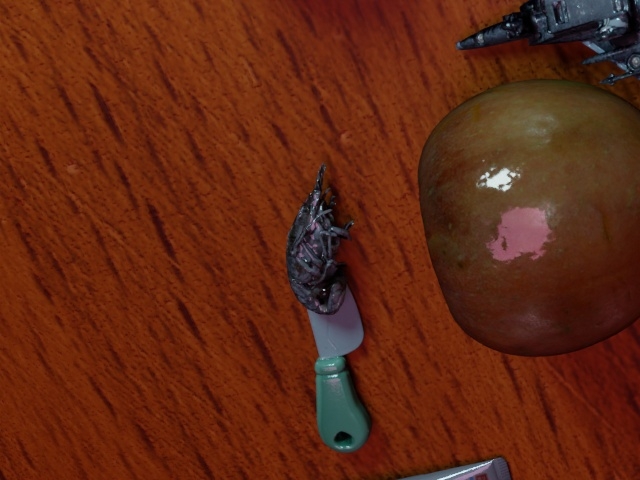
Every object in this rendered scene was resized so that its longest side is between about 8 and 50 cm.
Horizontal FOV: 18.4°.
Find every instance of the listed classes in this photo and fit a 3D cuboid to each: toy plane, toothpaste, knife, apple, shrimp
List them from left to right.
[{"bbox_3d":[0.000,0.000,1.945,0.065,0.056,0.165,14,123,10],"label":"shrimp"},{"bbox_3d":[0.014,0.104,2.024,0.063,0.034,0.260,-2,117,14],"label":"knife"},{"bbox_3d":[0.092,0.286,2.103,0.234,0.057,0.089,-10,120,14],"label":"toothpaste"},{"bbox_3d":[0.207,-0.021,1.773,0.254,0.253,0.253,7,122,11],"label":"apple"},{"bbox_3d":[0.222,-0.204,1.746,0.246,0.078,0.169,-13,89,26],"label":"toy plane"}]
